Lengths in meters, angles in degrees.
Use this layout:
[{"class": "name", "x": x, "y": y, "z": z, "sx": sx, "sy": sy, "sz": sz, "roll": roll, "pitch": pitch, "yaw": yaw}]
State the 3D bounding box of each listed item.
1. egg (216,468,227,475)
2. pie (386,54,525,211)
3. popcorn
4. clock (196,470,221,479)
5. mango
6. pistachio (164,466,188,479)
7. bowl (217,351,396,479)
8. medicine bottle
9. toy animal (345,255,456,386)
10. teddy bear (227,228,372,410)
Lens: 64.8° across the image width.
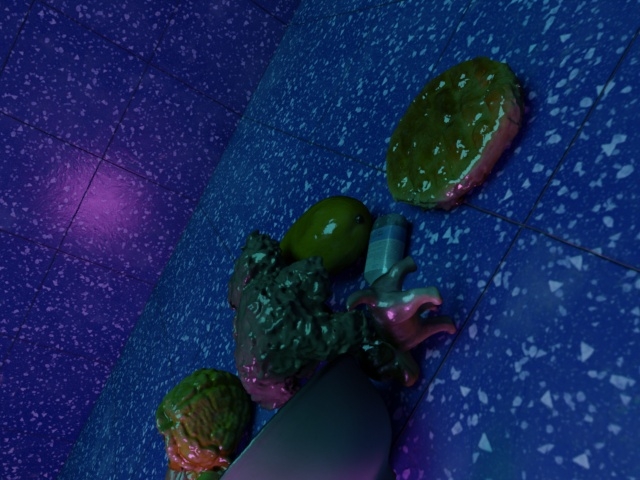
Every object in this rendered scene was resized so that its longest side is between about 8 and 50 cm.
[{"class": "egg", "x": -0.193, "y": 0.561, "z": 1.103, "sx": 0.140, "sy": 0.116, "sz": 0.118, "roll": 100, "pitch": 160, "yaw": -59}, {"class": "pie", "x": 0.255, "y": -0.212, "z": 1.009, "sx": 0.339, "sy": 0.083, "sz": 0.340, "roll": -40, "pitch": 38, "yaw": 41}, {"class": "popcorn", "x": -0.300, "y": 0.458, "z": 1.259, "sx": 0.173, "sy": 0.225, "sz": 0.286, "roll": -28, "pitch": 43, "yaw": 53}, {"class": "clock", "x": -0.186, "y": 0.567, "z": 0.987, "sx": 0.144, "sy": 0.202, "sz": 0.096, "roll": -60, "pitch": -7, "yaw": 4}, {"class": "mango", "x": 0.004, "y": -0.007, "z": 1.206, "sx": 0.331, "sy": 0.142, "sz": 0.195, "roll": -12, "pitch": 52, "yaw": 58}, {"class": "pistachio", "x": -0.359, "y": 0.646, "z": 1.338, "sx": 0.126, "sy": 0.108, "sz": 0.186, "roll": 131, "pitch": 151, "yaw": -76}, {"class": "bowl", "x": -0.005, "y": 0.369, "z": 0.790, "sx": 0.185, "sy": 0.353, "sz": 0.354, "roll": 40, "pitch": 107, "yaw": 17}, {"class": "medicine bottle", "x": 0.130, "y": 0.048, "z": 1.033, "sx": 0.090, "sy": 0.053, "sz": 0.209, "roll": -19, "pitch": 53, "yaw": 52}, {"class": "toy animal", "x": 0.133, "y": 0.142, "z": 0.838, "sx": 0.168, "sy": 0.233, "sz": 0.121, "roll": -23, "pitch": 43, "yaw": -8}, {"class": "teddy bear", "x": -0.091, "y": 0.143, "z": 1.117, "sx": 0.357, "sy": 0.224, "sz": 0.368, "roll": -46, "pitch": 42, "yaw": 34}]
